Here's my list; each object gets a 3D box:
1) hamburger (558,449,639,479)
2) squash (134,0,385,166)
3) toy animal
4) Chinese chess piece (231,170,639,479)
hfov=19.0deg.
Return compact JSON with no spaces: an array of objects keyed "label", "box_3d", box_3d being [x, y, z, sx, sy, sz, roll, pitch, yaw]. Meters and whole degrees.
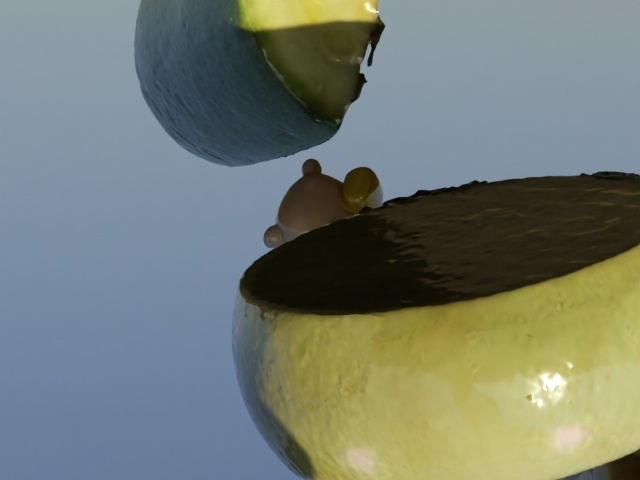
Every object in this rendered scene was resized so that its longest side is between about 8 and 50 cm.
[{"label":"hamburger","box_3d":[0.218,0.154,1.179,0.195,0.277,0.318,5,154,-12]},{"label":"squash","box_3d":[-0.049,-0.159,1.224,0.111,0.203,0.288,17,176,-17]},{"label":"toy animal","box_3d":[0.000,0.000,1.424,0.082,0.114,0.091,11,158,5]},{"label":"Chinese chess piece","box_3d":[0.073,0.039,0.895,0.238,0.092,0.238,-13,-165,3]}]
